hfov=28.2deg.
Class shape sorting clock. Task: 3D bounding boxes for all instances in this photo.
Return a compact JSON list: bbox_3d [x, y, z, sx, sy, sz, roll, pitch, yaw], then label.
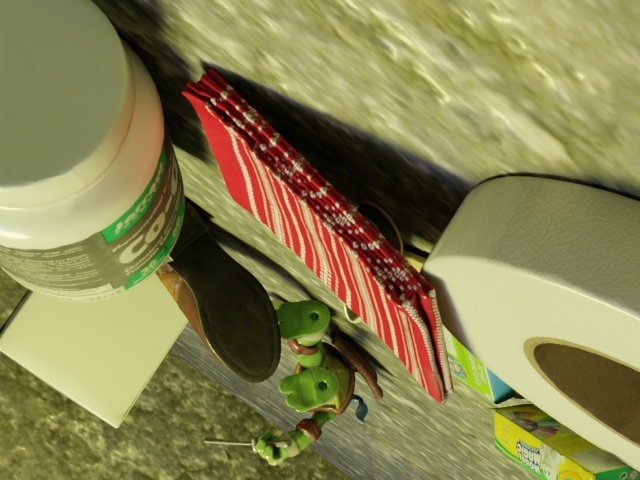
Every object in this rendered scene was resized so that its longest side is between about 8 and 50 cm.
[{"bbox_3d":[0.118,0.074,1.174,0.206,0.040,0.206,39,163,15],"label":"shape sorting clock"}]

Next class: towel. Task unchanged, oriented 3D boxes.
[{"bbox_3d":[0.000,0.000,1.006,0.275,0.031,0.199,46,168,27],"label":"towel"}]

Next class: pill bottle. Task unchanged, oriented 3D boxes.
[{"bbox_3d":[-0.231,-0.075,1.102,0.204,0.204,0.361,32,168,6],"label":"pill bottle"}]

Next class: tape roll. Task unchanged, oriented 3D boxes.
[{"bbox_3d":[0.245,0.094,0.870,0.392,0.072,0.392,31,168,8],"label":"tape roll"}]

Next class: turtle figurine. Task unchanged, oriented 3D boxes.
[{"bbox_3d":[-0.061,0.180,1.667,0.274,0.198,0.266,26,161,6],"label":"turtle figurine"}]

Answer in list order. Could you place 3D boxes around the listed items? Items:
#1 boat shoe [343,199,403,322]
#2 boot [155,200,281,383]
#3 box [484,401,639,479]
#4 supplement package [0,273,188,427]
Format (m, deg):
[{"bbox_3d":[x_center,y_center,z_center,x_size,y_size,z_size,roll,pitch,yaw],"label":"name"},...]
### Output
[{"bbox_3d":[0.040,0.020,1.098,0.049,0.043,0.137,38,152,26],"label":"boat shoe"},{"bbox_3d":[-0.170,0.061,1.617,0.264,0.096,0.280,50,164,-10],"label":"boot"},{"bbox_3d":[0.230,0.181,1.132,0.105,0.043,0.179,-6,-163,-22],"label":"box"},{"bbox_3d":[-0.306,0.097,1.807,0.204,0.262,0.145,36,167,-13],"label":"supplement package"}]
